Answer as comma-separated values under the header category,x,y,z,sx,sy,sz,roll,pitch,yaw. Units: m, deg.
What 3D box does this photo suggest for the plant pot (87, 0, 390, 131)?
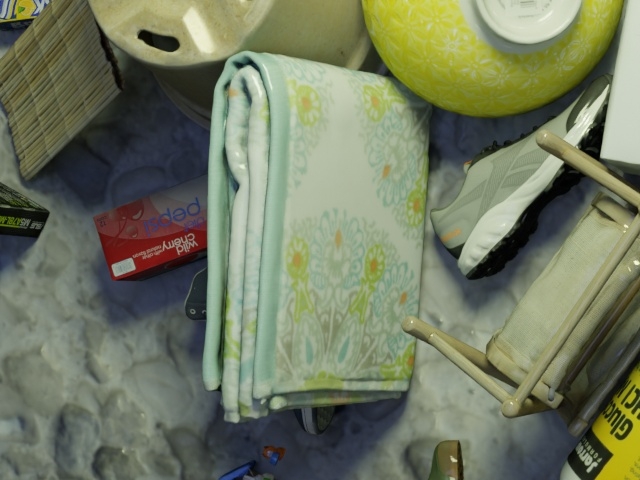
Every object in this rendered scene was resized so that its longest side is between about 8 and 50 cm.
category,x,y,z,sx,sy,sz,roll,pitch,yaw
plant pot,-0.099,-0.281,1.784,0.334,0.305,0.333,0,88,16

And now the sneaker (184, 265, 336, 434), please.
category,x,y,z,sx,sy,sz,roll,pitch,yaw
sneaker,-0.068,0.114,1.884,0.163,0.086,0.226,-5,95,24

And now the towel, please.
category,x,y,z,sx,sy,sz,roll,pitch,yaw
towel,0.000,0.000,1.744,0.090,0.320,0.374,5,91,33

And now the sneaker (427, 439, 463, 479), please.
category,x,y,z,sx,sy,sz,roll,pitch,yaw
sneaker,0.118,0.320,1.829,0.086,0.064,0.192,-2,91,12

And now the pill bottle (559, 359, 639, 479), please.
category,x,y,z,sx,sy,sz,roll,pitch,yaw
pill bottle,0.370,0.230,1.693,0.188,0.188,0.334,37,98,14

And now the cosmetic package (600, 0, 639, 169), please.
category,x,y,z,sx,sy,sz,roll,pitch,yaw
cosmetic package,0.382,-0.173,1.680,0.138,0.224,0.224,9,91,16

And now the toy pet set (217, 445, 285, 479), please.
category,x,y,z,sx,sy,sz,roll,pitch,yaw
toy pet set,-0.089,0.281,1.867,0.065,0.114,0.122,21,94,7

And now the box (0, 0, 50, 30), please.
category,x,y,z,sx,sy,sz,roll,pitch,yaw
box,-0.323,-0.292,1.978,0.169,0.059,0.054,-4,87,16

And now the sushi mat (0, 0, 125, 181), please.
category,x,y,z,sx,sy,sz,roll,pitch,yaw
sushi mat,-0.310,-0.186,1.887,0.316,0.019,0.151,-31,78,56

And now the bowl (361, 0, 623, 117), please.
category,x,y,z,sx,sy,sz,roll,pitch,yaw
bowl,0.198,-0.265,1.715,0.290,0.156,0.289,-1,99,-9

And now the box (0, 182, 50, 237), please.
category,x,y,z,sx,sy,sz,roll,pitch,yaw
box,-0.442,-0.066,1.944,0.191,0.184,0.045,29,98,14

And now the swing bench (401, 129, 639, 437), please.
category,x,y,z,sx,sy,sz,roll,pitch,yaw
swing bench,0.266,0.056,1.684,0.165,0.255,0.253,40,101,36

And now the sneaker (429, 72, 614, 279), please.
category,x,y,z,sx,sy,sz,roll,pitch,yaw
sneaker,0.223,-0.083,1.786,0.271,0.100,0.108,-48,69,16

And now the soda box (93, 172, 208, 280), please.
category,x,y,z,sx,sy,sz,roll,pitch,yaw
soda box,-0.123,-0.031,1.895,0.263,0.092,0.083,-19,83,16
